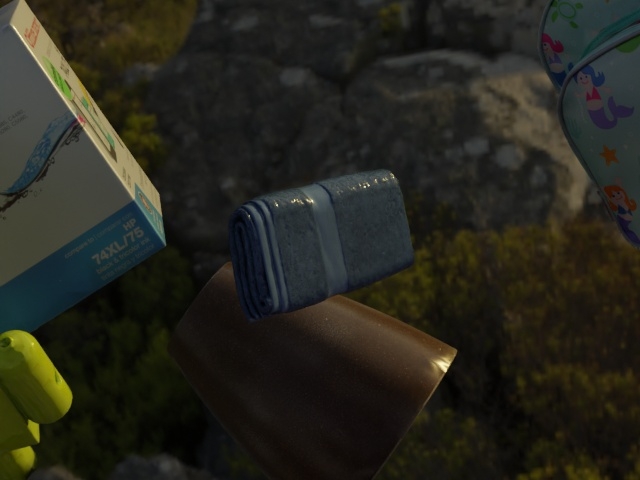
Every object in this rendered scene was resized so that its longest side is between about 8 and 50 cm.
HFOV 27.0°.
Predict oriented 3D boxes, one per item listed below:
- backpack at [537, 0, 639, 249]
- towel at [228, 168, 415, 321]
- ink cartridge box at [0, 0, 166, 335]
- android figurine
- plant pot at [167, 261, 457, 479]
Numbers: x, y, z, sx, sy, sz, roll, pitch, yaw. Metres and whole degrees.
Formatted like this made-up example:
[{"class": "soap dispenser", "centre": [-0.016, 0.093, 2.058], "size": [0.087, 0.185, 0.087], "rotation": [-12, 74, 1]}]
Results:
[{"class": "backpack", "centre": [0.290, -0.128, 1.010], "size": [0.225, 0.253, 0.191], "rotation": [-24, 7, 46]}, {"class": "towel", "centre": [0.000, 0.000, 0.749], "size": [0.119, 0.067, 0.029], "rotation": [-16, 10, -41]}, {"class": "ink cartridge box", "centre": [-0.317, -0.077, 1.377], "size": [0.197, 0.270, 0.198], "rotation": [-32, 20, 2]}, {"class": "android figurine", "centre": [-0.331, 0.125, 1.052], "size": [0.248, 0.273, 0.056], "rotation": [-14, 50, 1]}, {"class": "plant pot", "centre": [-0.024, 0.127, 1.282], "size": [0.230, 0.215, 0.215], "rotation": [35, 53, 5]}]
